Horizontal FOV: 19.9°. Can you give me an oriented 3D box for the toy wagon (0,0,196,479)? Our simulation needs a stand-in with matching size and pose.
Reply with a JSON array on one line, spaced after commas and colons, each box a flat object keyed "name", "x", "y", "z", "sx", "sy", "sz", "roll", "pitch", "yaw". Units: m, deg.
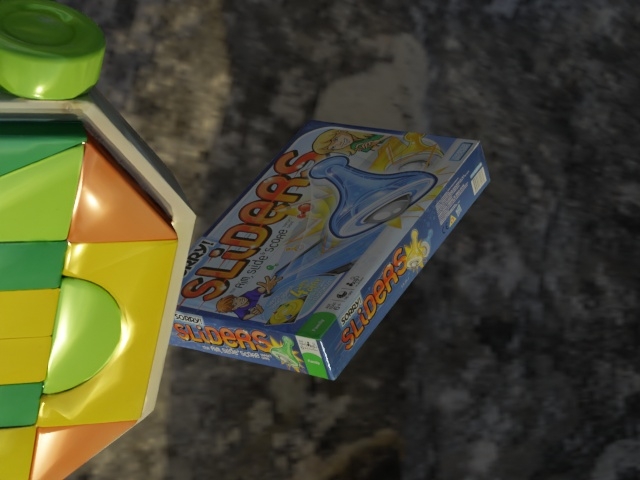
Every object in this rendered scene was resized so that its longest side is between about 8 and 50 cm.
[{"name": "toy wagon", "x": -0.227, "y": 0.031, "z": 0.746, "sx": 0.068, "sy": 0.344, "sz": 0.267, "roll": 55, "pitch": 140, "yaw": 48}]

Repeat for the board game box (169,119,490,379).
[{"name": "board game box", "x": 0.000, "y": 0.000, "z": 1.145, "sx": 0.136, "sy": 0.201, "sz": 0.035, "roll": 9, "pitch": 132, "yaw": 33}]
